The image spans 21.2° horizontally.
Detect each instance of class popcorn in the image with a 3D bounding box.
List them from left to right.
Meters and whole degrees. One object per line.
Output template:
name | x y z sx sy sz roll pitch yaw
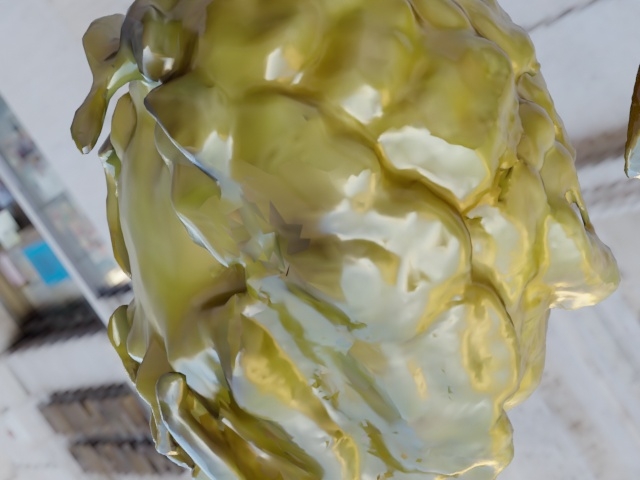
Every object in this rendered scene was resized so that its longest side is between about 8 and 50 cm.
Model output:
popcorn | 0.000 0.000 0.671 0.190 0.250 0.250 -27 -174 -19

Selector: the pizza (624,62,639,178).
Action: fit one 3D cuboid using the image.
pizza | 0.179 -0.073 0.429 0.184 0.176 0.036 -65 -160 14
